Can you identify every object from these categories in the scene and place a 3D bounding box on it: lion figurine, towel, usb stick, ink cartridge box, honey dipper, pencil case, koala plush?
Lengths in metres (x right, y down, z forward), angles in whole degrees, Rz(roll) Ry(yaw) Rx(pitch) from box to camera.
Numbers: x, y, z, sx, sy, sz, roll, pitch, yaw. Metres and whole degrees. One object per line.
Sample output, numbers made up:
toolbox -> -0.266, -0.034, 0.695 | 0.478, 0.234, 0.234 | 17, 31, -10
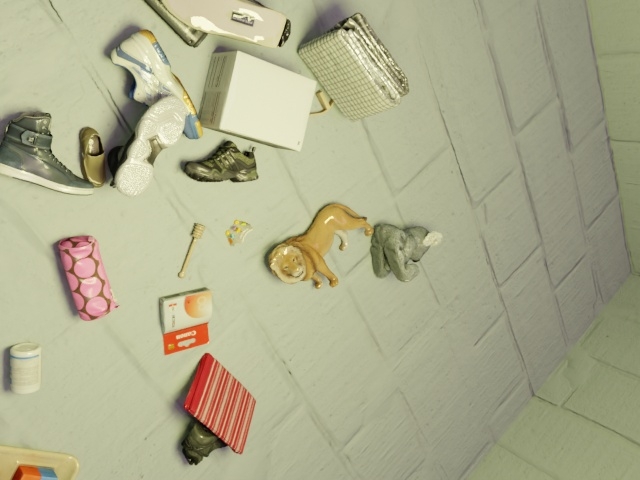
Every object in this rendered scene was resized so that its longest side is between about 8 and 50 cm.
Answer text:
lion figurine -> 0.000, 0.000, 1.845 | 0.240, 0.142, 0.392 | 48, 59, -27
towel -> -0.295, 0.491, 1.740 | 0.275, 0.031, 0.199 | 55, 31, -34
usb stick -> -0.391, -0.597, 1.423 | 0.278, 0.045, 0.077 | 43, 75, -37
ink cartridge box -> -0.382, 0.236, 1.657 | 0.145, 0.045, 0.180 | -11, 106, -34
honey dipper -> -0.366, 0.030, 1.624 | 0.030, 0.030, 0.161 | 21, 92, -39
pencil case -> -0.577, 0.090, 1.441 | 0.098, 0.095, 0.210 | -10, 112, -2
towel -> 0.098, -0.497, 1.676 | 0.284, 0.235, 0.121 | 48, 67, -23
koala plush -> 0.307, 0.014, 2.032 | 0.221, 0.196, 0.204 | -21, 104, -27

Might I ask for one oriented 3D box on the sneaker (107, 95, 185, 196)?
sneaker -> -0.439, -0.237, 1.416 | 0.101, 0.153, 0.269 | 34, 78, -38

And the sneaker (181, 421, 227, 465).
sneaker -> -0.338, 0.616, 1.773 | 0.130, 0.087, 0.227 | -47, 151, 14

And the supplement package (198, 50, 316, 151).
supplement package -> -0.172, -0.377, 1.586 | 0.261, 0.145, 0.204 | 10, 96, -39

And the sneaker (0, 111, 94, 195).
sneaker -> -0.615, -0.202, 1.335 | 0.226, 0.086, 0.164 | 19, 93, -38

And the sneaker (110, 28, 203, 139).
sneaker -> -0.408, -0.370, 1.453 | 0.130, 0.112, 0.297 | -30, 121, -4

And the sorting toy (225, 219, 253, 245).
sorting toy -> -0.230, -0.022, 1.681 | 0.083, 0.075, 0.045 | -53, 127, -14

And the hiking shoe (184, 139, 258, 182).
hiking shoe -> -0.276, -0.220, 1.602 | 0.226, 0.086, 0.114 | -3, 90, -42

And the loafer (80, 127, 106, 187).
loafer -> -0.552, -0.199, 1.405 | 0.056, 0.050, 0.148 | -18, 112, -33

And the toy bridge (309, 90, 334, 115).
toy bridge -> 0.009, -0.431, 1.783 | 0.188, 0.026, 0.063 | -44, 125, -20

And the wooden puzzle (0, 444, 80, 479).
wooden puzzle -> -0.817, 0.668, 1.420 | 0.347, 0.080, 0.322 | 30, 84, -38

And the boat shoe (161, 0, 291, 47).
boat shoe -> -0.255, -0.581, 1.473 | 0.340, 0.158, 0.127 | 14, 106, -30

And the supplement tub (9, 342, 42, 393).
supplement tub -> -0.716, 0.309, 1.405 | 0.071, 0.071, 0.107 | -1, 102, -37
